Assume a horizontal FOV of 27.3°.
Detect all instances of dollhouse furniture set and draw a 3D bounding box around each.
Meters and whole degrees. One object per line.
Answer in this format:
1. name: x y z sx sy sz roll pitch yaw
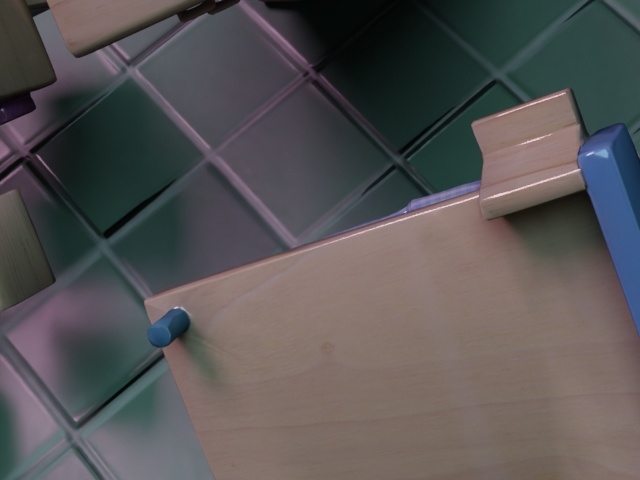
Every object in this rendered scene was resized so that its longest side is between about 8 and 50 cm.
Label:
1. dollhouse furniture set: 0.000 0.000 0.554 0.286 0.198 0.303 -20 97 23
